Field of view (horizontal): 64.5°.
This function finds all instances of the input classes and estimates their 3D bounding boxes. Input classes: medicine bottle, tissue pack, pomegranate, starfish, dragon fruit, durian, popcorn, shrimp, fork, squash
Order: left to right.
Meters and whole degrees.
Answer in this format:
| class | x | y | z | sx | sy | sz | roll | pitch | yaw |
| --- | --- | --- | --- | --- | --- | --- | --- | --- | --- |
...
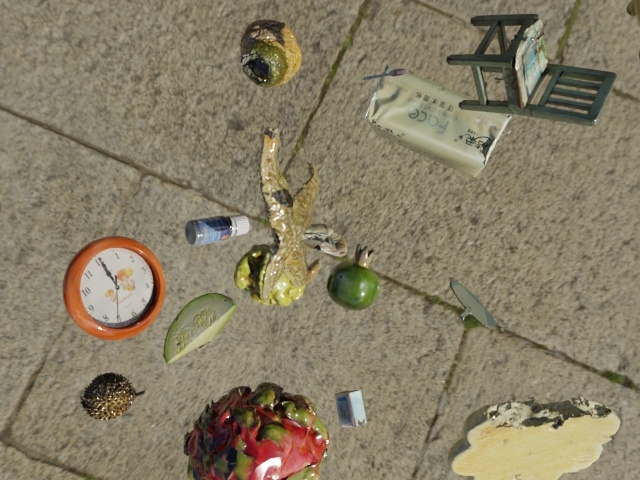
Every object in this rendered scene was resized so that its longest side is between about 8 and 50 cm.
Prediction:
| class | x | y | z | sx | sy | sz | roll | pitch | yaw |
| --- | --- | --- | --- | --- | --- | --- | --- | --- | --- |
| durian | -0.608 | 0.438 | 1.479 | 0.188 | 0.148 | 0.092 | 2 | 122 | -6 |
| squash | -0.397 | 0.256 | 1.581 | 0.203 | 0.289 | 0.111 | -26 | 74 | -33 |
| medicine bottle | -0.327 | -0.038 | 1.622 | 0.203 | 0.083 | 0.084 | -14 | 78 | -43 |
| dragon fruit | -0.114 | 0.403 | 0.996 | 0.302 | 0.231 | 0.237 | 12 | 66 | -29 |
| popcorn | -0.174 | 0.122 | 1.847 | 0.249 | 0.242 | 0.235 | 10 | 119 | 6 |
| starfish | -0.063 | -0.063 | 1.264 | 0.082 | 0.324 | 0.433 | 7 | 105 | 23 |
| shrimp | 0.000 | 0.000 | 1.437 | 0.126 | 0.223 | 0.047 | 52 | 121 | 26 |
| tissue pack | 0.083 | 0.468 | 1.417 | 0.058 | 0.074 | 0.095 | 0 | 76 | -40 |
| pomegranate | 0.120 | 0.124 | 1.712 | 0.186 | 0.187 | 0.225 | 21 | 96 | -1 |
| fork | 0.146 | -0.385 | 1.180 | 0.115 | 0.012 | 0.016 | 4 | 96 | 37 |
| tissue pack | 0.373 | -0.377 | 1.651 | 0.404 | 0.331 | 0.205 | 25 | 96 | 11 |

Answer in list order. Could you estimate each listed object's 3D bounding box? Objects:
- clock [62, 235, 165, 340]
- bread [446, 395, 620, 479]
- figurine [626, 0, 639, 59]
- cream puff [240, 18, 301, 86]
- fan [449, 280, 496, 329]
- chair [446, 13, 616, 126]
| class | x | y | z | sx | sy | sz | roll | pitch | yaw |
| --- | --- | --- | --- | --- | --- | --- | --- | --- | --- |
| clock | -0.403 | 0.093 | 1.005 | 0.205 | 0.051 | 0.206 | 11 | 75 | -47 |
| bread | 0.302 | 0.303 | 0.744 | 0.250 | 0.039 | 0.182 | 3 | 123 | -13 |
| figurine | 0.708 | -0.442 | 0.944 | 0.124 | 0.222 | 0.325 | 4 | 69 | -35 |
| cream puff | -0.156 | -0.498 | 1.395 | 0.183 | 0.183 | 0.169 | 23 | 44 | 0 |
| fan | 0.263 | 0.118 | 0.890 | 0.113 | 0.175 | 0.005 | 48 | 111 | 15 |
| chair | 0.398 | -0.329 | 0.962 | 0.270 | 0.147 | 0.136 | 20 | 67 | 37 |
